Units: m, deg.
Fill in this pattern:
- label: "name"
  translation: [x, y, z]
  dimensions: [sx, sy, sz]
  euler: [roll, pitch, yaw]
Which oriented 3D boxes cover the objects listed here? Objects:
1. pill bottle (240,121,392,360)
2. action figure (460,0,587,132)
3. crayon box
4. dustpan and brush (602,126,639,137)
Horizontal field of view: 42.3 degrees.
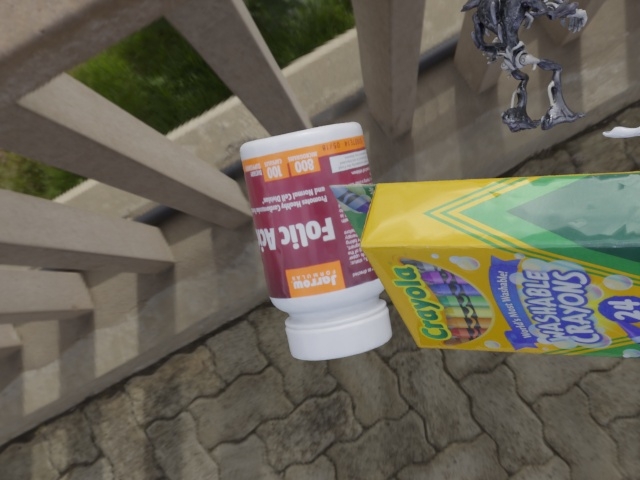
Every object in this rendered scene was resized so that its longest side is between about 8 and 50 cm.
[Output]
- label: "pill bottle"
  translation: [0.000, 0.000, 1.480]
  dimensions: [0.224, 0.224, 0.392]
  euler: [-11, 96, 5]
- label: "action figure"
  translation: [0.317, -0.311, 1.287]
  dimensions: [0.164, 0.141, 0.275]
  euler: [-6, 105, 44]
- label: "crayon box"
  translation: [0.179, 0.031, 0.818]
  dimensions: [0.323, 0.203, 0.083]
  euler: [0, 55, 27]
- label: "dustpan and brush"
  translation: [0.653, -0.220, 1.590]
  dimensions: [0.211, 0.147, 0.060]
  euler: [9, 115, 28]
